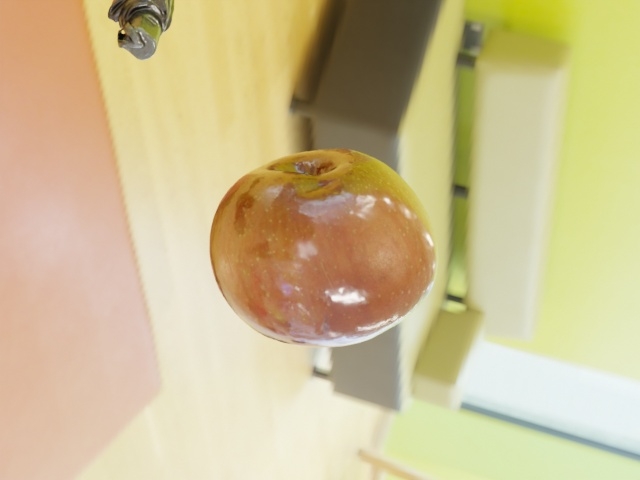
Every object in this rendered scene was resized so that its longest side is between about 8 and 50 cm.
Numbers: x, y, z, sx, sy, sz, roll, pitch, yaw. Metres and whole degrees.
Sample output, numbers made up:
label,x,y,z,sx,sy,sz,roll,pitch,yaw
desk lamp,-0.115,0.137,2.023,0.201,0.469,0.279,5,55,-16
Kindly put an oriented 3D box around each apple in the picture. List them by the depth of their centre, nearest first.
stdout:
label,x,y,z,sx,sy,sz,roll,pitch,yaw
apple,0.000,0.000,1.208,0.201,0.201,0.162,-53,133,-53

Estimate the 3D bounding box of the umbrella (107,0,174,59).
label,x,y,z,sx,sy,sz,roll,pitch,yaw
umbrella,-0.164,-0.240,1.310,0.066,0.059,0.236,-46,-158,23
